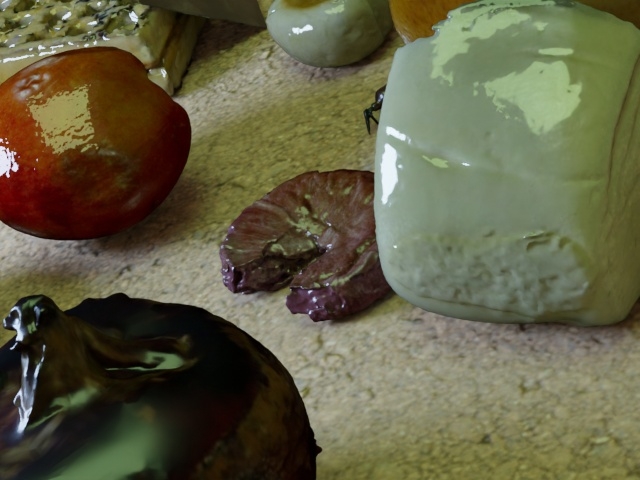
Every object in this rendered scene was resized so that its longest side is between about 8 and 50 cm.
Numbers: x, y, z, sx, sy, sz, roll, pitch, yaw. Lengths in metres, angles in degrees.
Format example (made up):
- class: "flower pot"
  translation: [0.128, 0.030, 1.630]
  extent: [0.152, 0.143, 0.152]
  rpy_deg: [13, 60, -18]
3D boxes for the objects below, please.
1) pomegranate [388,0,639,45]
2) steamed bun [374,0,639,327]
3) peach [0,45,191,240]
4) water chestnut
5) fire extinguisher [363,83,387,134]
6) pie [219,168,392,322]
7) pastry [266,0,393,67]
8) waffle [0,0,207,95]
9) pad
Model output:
- class: "pomegranate"
  translation: [0.259, -0.314, 1.822]
  extent: [0.416, 0.417, 0.417]
  rpy_deg: [-15, 34, 11]
- class: "steamed bun"
  translation: [0.179, -0.077, 1.617]
  extent: [0.290, 0.272, 0.273]
  rpy_deg: [-7, 37, 28]
- class: "peach"
  translation: [-0.264, -0.096, 1.953]
  extent: [0.243, 0.199, 0.243]
  rpy_deg: [-7, 49, 8]
- class: "water chestnut"
  translation: [-0.185, 0.175, 1.436]
  extent: [0.350, 0.302, 0.350]
  rpy_deg: [-11, 35, 8]
- class: "fire extinguisher"
  translation: [0.105, -0.182, 2.011]
  extent: [0.173, 0.035, 0.049]
  rpy_deg: [-34, 39, -22]
- class: "pie"
  translation: [0.000, 0.000, 1.799]
  extent: [0.218, 0.054, 0.204]
  rpy_deg: [5, 43, 34]
- class: "pastry"
  translation: [0.014, -0.271, 2.136]
  extent: [0.156, 0.092, 0.156]
  rpy_deg: [-15, 31, 9]
- class: "waffle"
  translation: [-0.337, -0.263, 2.311]
  extent: [0.376, 0.114, 0.261]
  rpy_deg: [-8, 34, 20]
- class: "pad"
  translation: [-0.159, -0.324, 2.238]
  extent: [0.187, 0.006, 0.113]
  rpy_deg: [6, 49, -34]
